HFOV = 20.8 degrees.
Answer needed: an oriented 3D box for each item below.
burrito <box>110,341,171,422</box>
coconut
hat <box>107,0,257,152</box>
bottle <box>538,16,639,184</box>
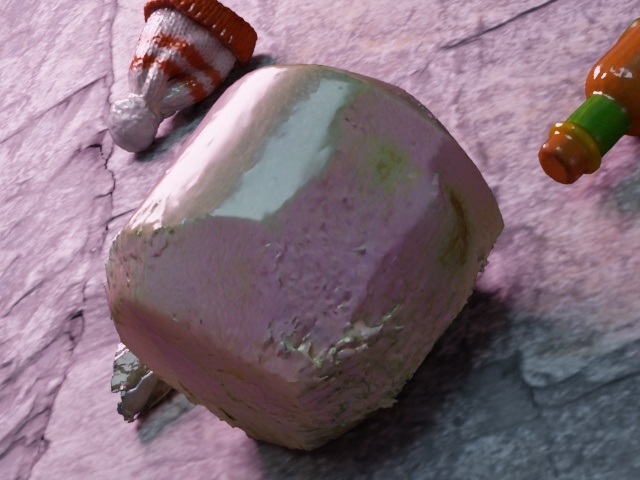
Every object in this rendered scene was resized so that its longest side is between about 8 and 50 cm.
[{"bbox_3d":[-0.102,0.073,1.300,0.149,0.041,0.055,-39,44,-14],"label":"burrito"},{"bbox_3d":[0.000,0.000,1.161,0.233,0.233,0.245,9,56,48],"label":"coconut"},{"bbox_3d":[-0.143,-0.154,1.638,0.162,0.112,0.093,-61,13,-25],"label":"hat"},{"bbox_3d":[0.226,-0.111,1.254,0.187,0.069,0.069,-44,32,-22],"label":"bottle"}]
